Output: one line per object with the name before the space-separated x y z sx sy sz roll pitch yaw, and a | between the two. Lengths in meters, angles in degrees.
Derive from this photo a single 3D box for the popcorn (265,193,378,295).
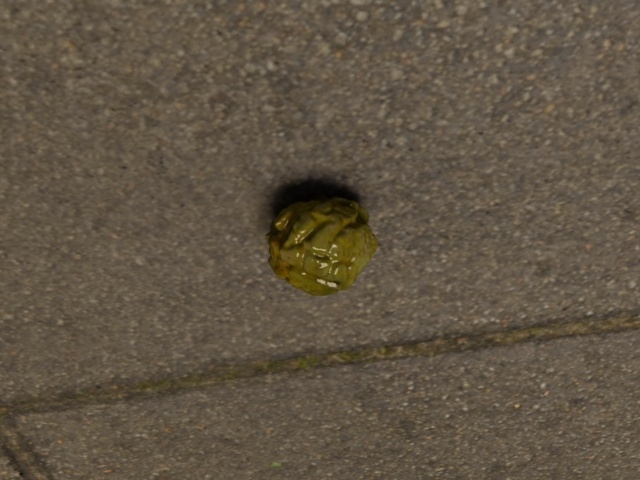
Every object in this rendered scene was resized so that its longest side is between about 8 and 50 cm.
popcorn | 0.000 0.000 1.260 0.106 0.116 0.121 -49 145 -12
